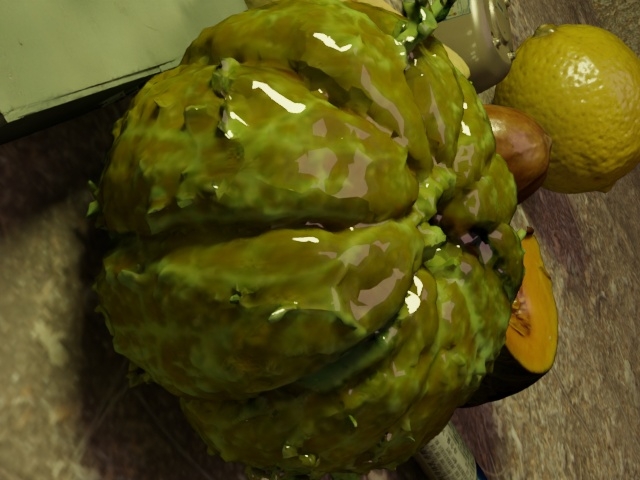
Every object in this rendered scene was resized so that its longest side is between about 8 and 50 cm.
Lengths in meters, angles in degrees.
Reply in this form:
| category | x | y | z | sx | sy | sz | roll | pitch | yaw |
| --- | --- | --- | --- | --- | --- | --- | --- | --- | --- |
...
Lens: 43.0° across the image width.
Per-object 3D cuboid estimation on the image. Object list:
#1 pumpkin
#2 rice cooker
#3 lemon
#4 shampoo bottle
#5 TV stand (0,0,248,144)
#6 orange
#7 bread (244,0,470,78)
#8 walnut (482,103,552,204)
| category | x | y | z | sx | sy | sz | roll | pitch | yaw |
| --- | --- | --- | --- | --- | --- | --- | --- | --- | --- |
| pumpkin | 0.129 | 0.035 | 0.806 | 0.280 | 0.139 | 0.190 | 54 | 38 | -33 |
| rice cooker | 0.193 | -0.297 | 1.115 | 0.145 | 0.127 | 0.206 | 17 | 68 | -56 |
| lemon | 0.404 | -0.208 | 1.297 | 0.267 | 0.267 | 0.267 | 36 | 45 | -46 |
| shampoo bottle | 0.096 | 0.174 | 0.750 | 0.183 | 0.050 | 0.087 | 57 | 5 | -23 |
| TV stand | -0.144 | -0.128 | 0.504 | 0.088 | 0.083 | 0.269 | 64 | 31 | -9 |
| orange | 0.000 | 0.000 | 0.525 | 0.300 | 0.223 | 0.301 | -51 | 121 | -31 |
| bread | -0.009 | -0.212 | 0.693 | 0.168 | 0.163 | 0.264 | -38 | 106 | -58 |
| walnut | 0.105 | -0.062 | 0.733 | 0.116 | 0.207 | 0.115 | -12 | 90 | -86 |
